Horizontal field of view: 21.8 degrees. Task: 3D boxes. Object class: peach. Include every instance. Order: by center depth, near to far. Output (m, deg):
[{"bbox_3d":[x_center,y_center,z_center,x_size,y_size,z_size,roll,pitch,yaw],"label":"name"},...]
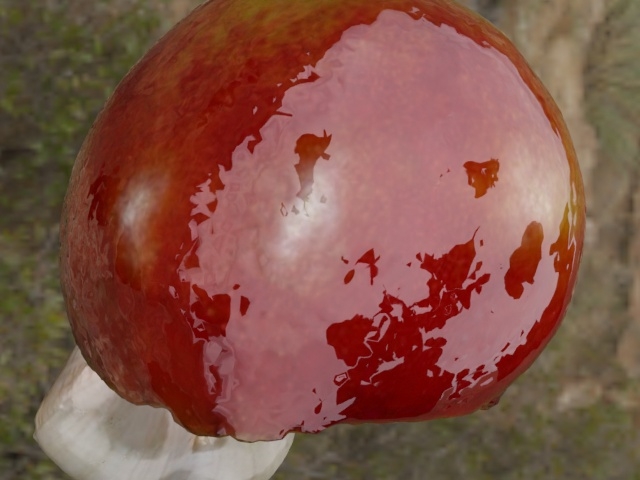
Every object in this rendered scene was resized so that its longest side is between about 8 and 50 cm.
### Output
[{"bbox_3d":[0.000,0.000,0.607,0.190,0.190,0.192,50,60,-41],"label":"peach"}]

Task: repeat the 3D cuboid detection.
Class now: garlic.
[{"bbox_3d":[-0.081,0.090,0.952,0.174,0.099,0.124,23,79,-36],"label":"garlic"}]
